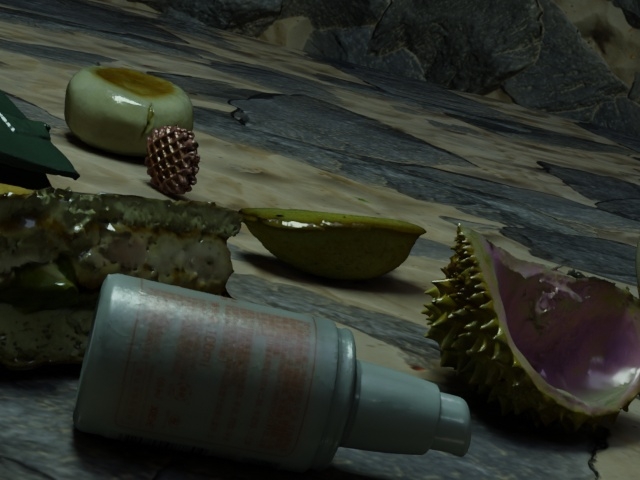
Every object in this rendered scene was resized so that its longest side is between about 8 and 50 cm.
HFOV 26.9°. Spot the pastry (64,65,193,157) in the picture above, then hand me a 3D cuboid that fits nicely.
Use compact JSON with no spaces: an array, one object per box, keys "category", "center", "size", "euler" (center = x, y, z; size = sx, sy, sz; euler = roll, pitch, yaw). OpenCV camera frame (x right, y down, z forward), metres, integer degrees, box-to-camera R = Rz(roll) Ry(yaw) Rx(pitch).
[{"category":"pastry","center":[-0.228,-0.149,1.585],"size":[0.157,0.092,0.156],"euler":[11,15,-3]}]

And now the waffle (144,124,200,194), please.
[{"category":"waffle","center":[-0.158,-0.087,1.443],"size":[0.029,0.075,0.083],"euler":[-7,20,-44]}]

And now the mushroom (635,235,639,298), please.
[{"category":"mushroom","center":[0.413,0.045,1.378],"size":[0.206,0.209,0.206],"euler":[22,40,-19]}]

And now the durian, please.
[{"category":"durian","center":[0.171,0.075,1.060],"size":[0.165,0.132,0.182],"euler":[36,12,28]}]

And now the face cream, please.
[{"category":"face cream","center":[-0.023,0.094,0.845],"size":[0.252,0.101,0.101],"euler":[12,15,-10]}]

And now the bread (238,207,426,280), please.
[{"category":"bread","center":[0.000,0.000,1.321],"size":[0.188,0.065,0.149],"euler":[3,8,-29]}]

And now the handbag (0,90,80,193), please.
[{"category":"handbag","center":[-0.366,-0.129,1.205],"size":[0.247,0.079,0.260],"euler":[42,15,22]}]

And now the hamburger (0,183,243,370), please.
[{"category":"hamburger","center":[-0.183,0.025,0.939],"size":[0.131,0.124,0.262],"euler":[2,-2,42]}]
